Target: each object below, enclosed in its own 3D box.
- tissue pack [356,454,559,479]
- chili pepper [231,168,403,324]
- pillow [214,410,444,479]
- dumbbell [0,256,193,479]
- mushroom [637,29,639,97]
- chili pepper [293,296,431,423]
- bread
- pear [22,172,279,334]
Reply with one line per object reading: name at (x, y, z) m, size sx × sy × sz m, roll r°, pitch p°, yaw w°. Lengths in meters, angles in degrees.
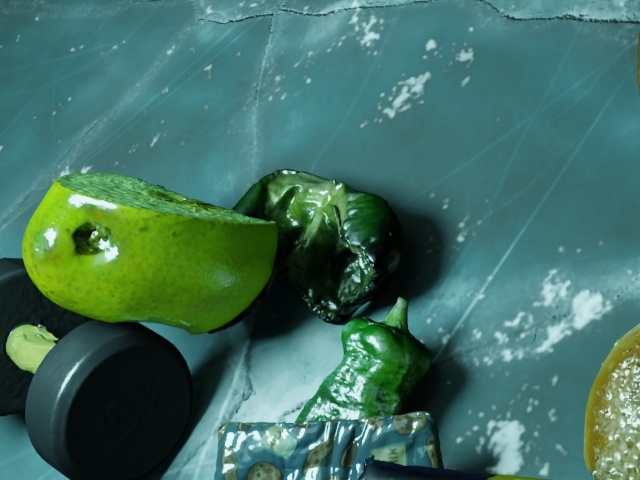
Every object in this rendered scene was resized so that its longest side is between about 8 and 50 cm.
tissue pack at (0.216, 0.354, 1.416) m, size 0.417 × 0.253 × 0.264 m, roll 1°, pitch 62°, yaw 38°
chili pepper at (0.006, 0.006, 1.953) m, size 0.264 × 0.116 × 0.148 m, roll 17°, pitch 61°, yaw 44°
pillow at (0.008, 0.278, 1.711) m, size 0.256 × 0.034 × 0.189 m, roll -5°, pitch 78°, yaw 16°
dumbbell at (-0.325, 0.158, 2.028) m, size 0.322 × 0.204 × 0.203 m, roll 24°, pitch 78°, yaw 46°
mushroom at (0.480, -0.181, 1.621) m, size 0.345 × 0.259 × 0.345 m, roll -20°, pitch 18°, yaw 7°
chili pepper at (0.037, 0.187, 1.791) m, size 0.136 × 0.099 × 0.270 m, roll 19°, pitch 78°, yaw 54°
bread at (0.376, 0.147, 1.459) m, size 0.314 × 0.171 × 0.192 m, roll 13°, pitch 106°, yaw 39°
pear at (-0.221, 0.020, 1.901) m, size 0.292 × 0.292 × 0.159 m, roll 20°, pitch 98°, yaw 45°
